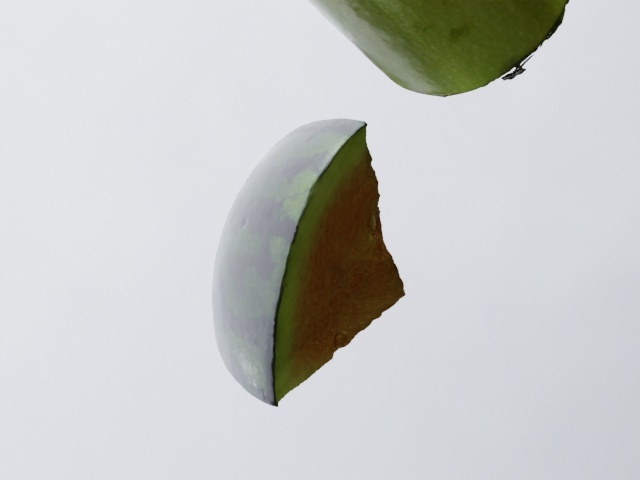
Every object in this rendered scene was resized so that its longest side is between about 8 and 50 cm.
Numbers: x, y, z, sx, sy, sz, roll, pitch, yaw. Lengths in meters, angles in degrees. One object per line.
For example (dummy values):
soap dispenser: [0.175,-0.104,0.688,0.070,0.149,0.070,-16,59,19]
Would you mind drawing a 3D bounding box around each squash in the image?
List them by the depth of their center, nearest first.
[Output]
squash: [0.023,-0.158,0.790,0.186,0.123,0.123,40,-109,-44]

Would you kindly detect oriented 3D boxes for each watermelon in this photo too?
watermelon: [-0.020,-0.003,1.211,0.193,0.137,0.145,-99,-5,-57]
